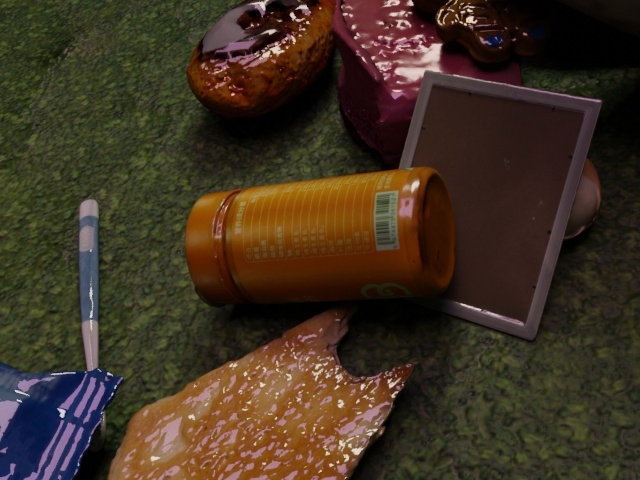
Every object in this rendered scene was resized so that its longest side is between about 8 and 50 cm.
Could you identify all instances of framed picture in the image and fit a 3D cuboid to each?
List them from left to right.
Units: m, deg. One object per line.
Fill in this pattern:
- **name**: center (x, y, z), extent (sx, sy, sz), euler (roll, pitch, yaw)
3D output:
- **framed picture**: center (0.122, -0.031, 0.605), extent (0.142, 0.011, 0.183), euler (16, 95, 27)

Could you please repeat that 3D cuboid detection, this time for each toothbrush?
- **toothbrush**: center (-0.200, 0.056, 0.674), extent (0.019, 0.025, 0.276), euler (-17, 47, 1)

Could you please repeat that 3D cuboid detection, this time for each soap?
- **soap**: center (0.100, -0.194, 0.762), extent (0.182, 0.112, 0.289), euler (1, 48, 8)

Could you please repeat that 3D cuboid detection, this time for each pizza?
- **pizza**: center (-0.042, 0.141, 0.549), extent (0.181, 0.034, 0.262), euler (25, 59, 32)

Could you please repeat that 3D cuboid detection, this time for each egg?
- **egg**: center (0.187, -0.041, 0.626), extent (0.071, 0.071, 0.083), euler (-3, 45, 12)

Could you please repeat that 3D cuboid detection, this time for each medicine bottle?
- **medicine bottle**: center (0.000, 0.000, 0.602), extent (0.191, 0.096, 0.096), euler (-5, 47, 24)

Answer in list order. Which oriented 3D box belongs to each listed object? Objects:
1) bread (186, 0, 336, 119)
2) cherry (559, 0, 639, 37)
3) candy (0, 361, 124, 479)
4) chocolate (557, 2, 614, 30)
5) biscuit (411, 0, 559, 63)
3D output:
- **bread**: center (-0.047, -0.214, 0.839), extent (0.139, 0.095, 0.269), euler (6, 37, 17)
- **cherry**: center (0.291, -0.278, 0.582), extent (0.335, 0.291, 0.326), euler (-25, 69, -22)
- **candy**: center (-0.316, 0.145, 0.595), extent (0.331, 0.077, 0.187), euler (7, 58, 24)
- **chocolate**: center (0.282, -0.315, 0.825), extent (0.224, 0.177, 0.206), euler (7, 95, 4)
- **biscuit**: center (0.144, -0.219, 0.683), extent (0.124, 0.026, 0.175), euler (-13, 50, -3)
